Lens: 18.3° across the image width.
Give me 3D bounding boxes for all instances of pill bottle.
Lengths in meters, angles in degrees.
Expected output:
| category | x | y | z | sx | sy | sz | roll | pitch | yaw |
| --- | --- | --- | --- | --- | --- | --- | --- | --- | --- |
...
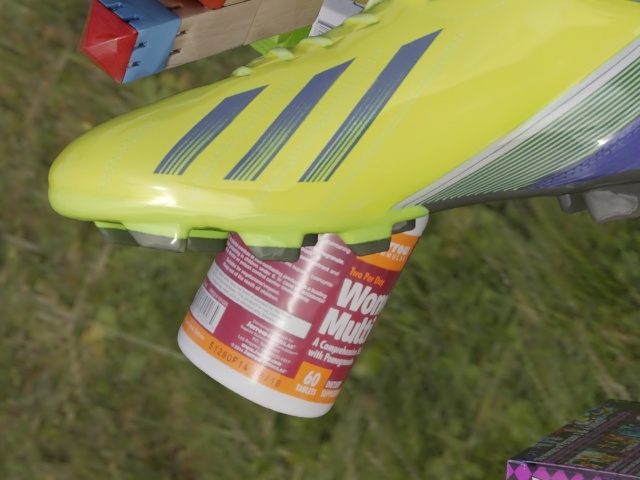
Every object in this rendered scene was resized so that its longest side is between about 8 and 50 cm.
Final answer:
| category | x | y | z | sx | sy | sz | roll | pitch | yaw |
| --- | --- | --- | --- | --- | --- | --- | --- | --- | --- |
| pill bottle | 0.000 | 0.000 | 1.362 | 0.121 | 0.121 | 0.221 | 38 | 104 | 48 |

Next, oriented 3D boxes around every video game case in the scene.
| category | x | y | z | sx | sy | sz | roll | pitch | yaw |
| --- | --- | --- | --- | --- | --- | --- | --- | --- | --- |
| video game case | 0.275 | 0.170 | 1.465 | 0.210 | 0.232 | 0.042 | 8 | 100 | 25 |

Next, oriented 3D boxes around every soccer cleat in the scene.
| category | x | y | z | sx | sy | sz | roll | pitch | yaw |
| --- | --- | --- | --- | --- | --- | --- | --- | --- | --- |
| soccer cleat | 0.034 | -0.059 | 0.772 | 0.093 | 0.289 | 0.121 | -158 | 61 | -77 |

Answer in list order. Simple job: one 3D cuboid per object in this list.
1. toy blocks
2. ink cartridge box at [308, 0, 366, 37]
| category | x | y | z | sx | sy | sz | roll | pitch | yaw |
| --- | --- | --- | --- | --- | --- | --- | --- | --- | --- |
| toy blocks | -0.066 | -0.280 | 1.475 | 0.191 | 0.261 | 0.381 | 39 | 125 | 22 |
| ink cartridge box | 0.050 | -0.178 | 1.996 | 0.203 | 0.086 | 0.148 | 26 | 135 | 15 |
